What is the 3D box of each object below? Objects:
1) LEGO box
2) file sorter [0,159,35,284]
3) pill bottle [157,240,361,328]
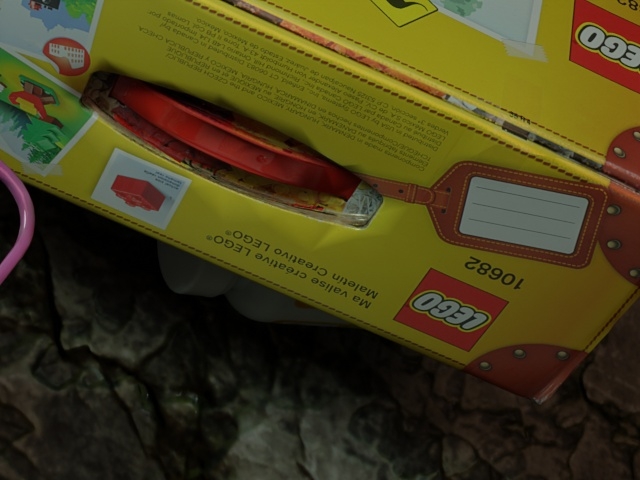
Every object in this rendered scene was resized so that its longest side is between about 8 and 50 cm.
[{"bbox_3d":[-0.021,-0.173,1.137,0.500,0.193,0.372,24,43,-10],"label":"LEGO box"},{"bbox_3d":[-0.306,0.034,0.933,0.182,0.290,0.202,43,56,-11],"label":"file sorter"},{"bbox_3d":[0.000,0.000,1.221,0.208,0.117,0.118,5,68,-27],"label":"pill bottle"}]
